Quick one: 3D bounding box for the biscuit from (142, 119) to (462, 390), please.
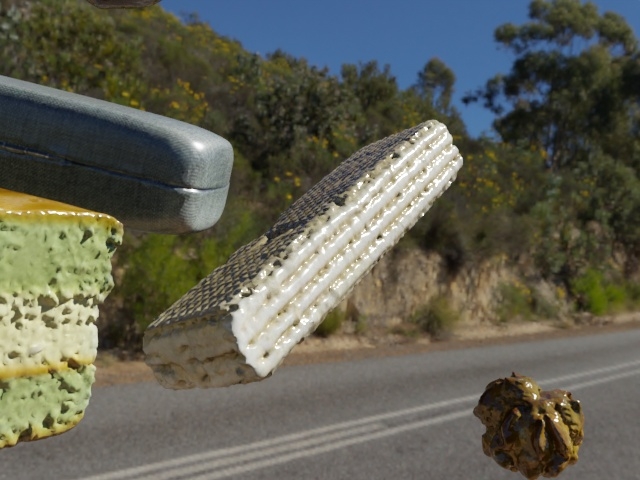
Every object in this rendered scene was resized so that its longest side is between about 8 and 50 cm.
[{"bbox_3d":[0.000,0.000,0.752,0.144,0.078,0.426,-17,17,41],"label":"biscuit"}]

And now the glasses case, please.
[{"bbox_3d":[-0.221,-0.074,0.493,0.323,0.074,0.131,13,10,-1],"label":"glasses case"}]

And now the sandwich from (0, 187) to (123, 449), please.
[{"bbox_3d":[-0.218,0.017,0.350,0.187,0.117,0.144,18,7,33],"label":"sandwich"}]

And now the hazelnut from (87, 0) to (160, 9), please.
[{"bbox_3d":[-0.324,-0.490,1.203,0.229,0.230,0.229,8,-3,0],"label":"hazelnut"}]

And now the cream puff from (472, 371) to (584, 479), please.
[{"bbox_3d":[0.225,0.195,0.791,0.116,0.094,0.122,-4,13,-20],"label":"cream puff"}]
